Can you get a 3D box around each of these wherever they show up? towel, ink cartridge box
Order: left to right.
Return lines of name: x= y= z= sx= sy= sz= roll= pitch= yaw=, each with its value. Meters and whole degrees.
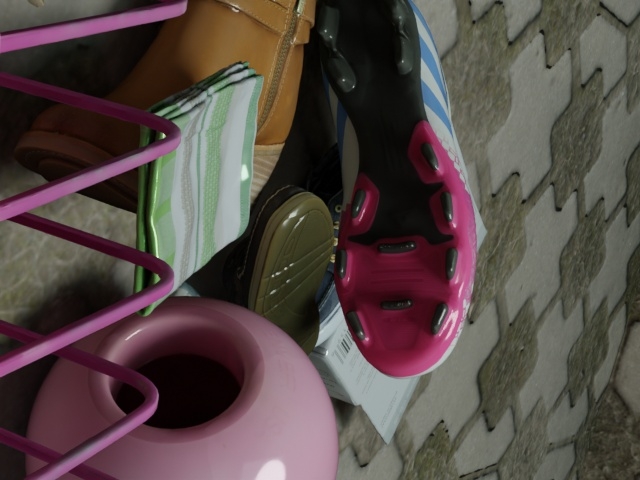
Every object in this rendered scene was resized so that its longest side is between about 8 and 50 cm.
towel: x=-0.066 y=-0.032 z=0.706 sx=0.152 sy=0.023 sz=0.113 roll=-51 pitch=147 yaw=-67
ink cartridge box: x=0.072 y=0.036 z=1.262 sx=0.275 sy=0.060 sz=0.239 roll=-63 pitch=154 yaw=-20

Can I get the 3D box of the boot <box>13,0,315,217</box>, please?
boot: x=-0.076 y=-0.122 z=0.808 sx=0.283 sy=0.109 sz=0.220 roll=12 pitch=98 yaw=-67

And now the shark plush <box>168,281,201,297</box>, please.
shark plush: x=-0.079 y=0.079 z=1.005 sx=0.161 sy=0.073 sz=0.067 roll=26 pitch=53 yaw=-59

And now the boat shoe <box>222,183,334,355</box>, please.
boat shoe: x=-0.042 y=0.029 z=0.983 sx=0.080 sy=0.073 sz=0.224 roll=-36 pitch=153 yaw=-25

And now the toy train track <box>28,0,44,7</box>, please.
toy train track: x=-0.176 y=-0.162 z=0.693 sx=0.048 sy=0.014 sz=0.083 roll=-103 pitch=172 yaw=-46

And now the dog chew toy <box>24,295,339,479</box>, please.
dog chew toy: x=-0.093 y=0.194 z=0.897 sx=0.206 sy=0.206 sz=0.332 roll=-50 pitch=155 yaw=-38

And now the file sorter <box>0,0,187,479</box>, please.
file sorter: x=-0.185 y=0.013 z=0.588 sx=0.182 sy=0.202 sz=0.291 roll=-30 pitch=132 yaw=-58

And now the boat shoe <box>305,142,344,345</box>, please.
boat shoe: x=0.000 y=0.000 z=1.101 sx=0.183 sy=0.065 sz=0.083 roll=-66 pitch=151 yaw=-28

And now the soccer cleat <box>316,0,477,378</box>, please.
soccer cleat: x=0.073 y=-0.049 z=1.029 sx=0.143 sy=0.116 sz=0.331 roll=32 pitch=50 yaw=-65
